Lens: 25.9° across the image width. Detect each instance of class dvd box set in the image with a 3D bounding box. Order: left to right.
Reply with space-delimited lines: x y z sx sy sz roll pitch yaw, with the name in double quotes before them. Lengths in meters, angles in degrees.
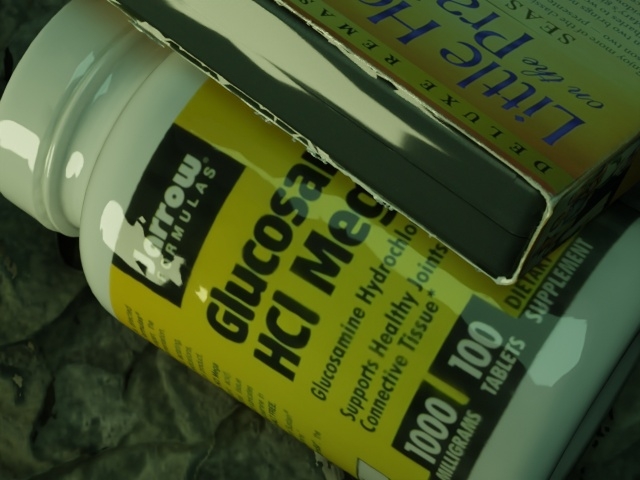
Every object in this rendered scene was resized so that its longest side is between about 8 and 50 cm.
"dvd box set" 0.102 -0.168 0.751 0.308 0.062 0.420 36 44 20

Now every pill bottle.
"pill bottle" 0.000 0.000 0.726 0.334 0.188 0.188 31 72 17
